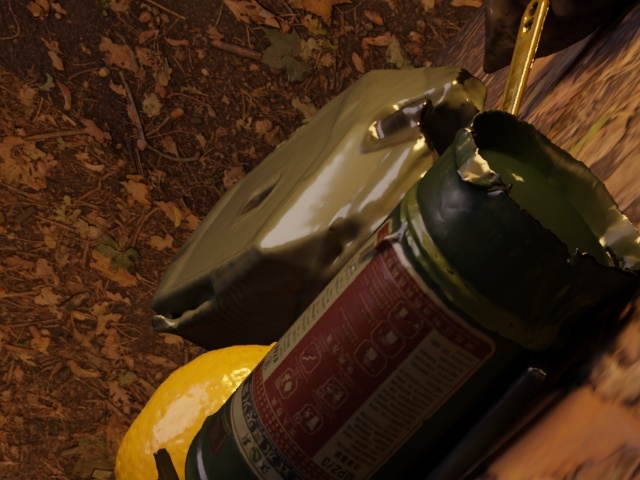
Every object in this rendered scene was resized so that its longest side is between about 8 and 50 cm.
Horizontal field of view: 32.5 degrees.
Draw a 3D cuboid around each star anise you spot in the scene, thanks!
[{"bbox_3d":[0.227,-0.253,0.853,0.315,0.108,0.315,-49,4,4],"label":"star anise"}]

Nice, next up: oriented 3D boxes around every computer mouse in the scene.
[{"bbox_3d":[0.004,0.001,0.918,0.228,0.145,0.429,-55,14,-31],"label":"computer mouse"}]

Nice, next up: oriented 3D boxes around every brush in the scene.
[{"bbox_3d":[0.127,-0.083,0.757,0.082,0.010,0.218,139,152,-65],"label":"brush"}]

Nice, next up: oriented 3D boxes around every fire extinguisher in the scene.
[{"bbox_3d":[0.009,0.080,0.489,0.093,0.118,0.294,2,-45,-51],"label":"fire extinguisher"}]

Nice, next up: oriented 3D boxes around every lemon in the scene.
[{"bbox_3d":[-0.049,0.121,0.625,0.155,0.114,0.114,-45,5,4],"label":"lemon"}]
